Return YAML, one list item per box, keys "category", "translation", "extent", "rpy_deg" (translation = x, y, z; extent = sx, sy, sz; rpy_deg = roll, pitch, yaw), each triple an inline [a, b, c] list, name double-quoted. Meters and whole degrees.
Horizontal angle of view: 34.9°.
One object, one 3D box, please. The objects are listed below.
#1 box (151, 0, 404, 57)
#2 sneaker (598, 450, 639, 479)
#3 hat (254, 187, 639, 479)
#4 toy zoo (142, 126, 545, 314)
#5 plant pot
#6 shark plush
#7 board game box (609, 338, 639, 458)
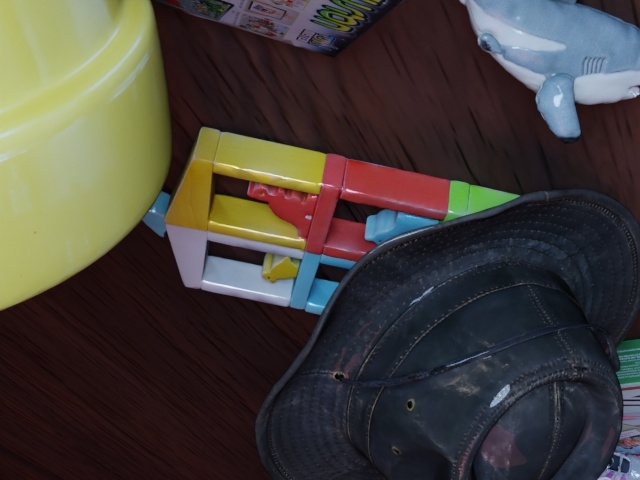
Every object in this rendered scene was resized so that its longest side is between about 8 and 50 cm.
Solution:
- category: "box"
  translation: [-0.024, -0.130, 0.469]
  extent: [0.114, 0.036, 0.207]
  rpy_deg: [15, 180, -10]
- category: "sneaker"
  translation: [0.256, 0.201, 0.935]
  extent: [0.098, 0.038, 0.069]
  rpy_deg: [1, 149, 14]
- category: "hat"
  translation: [0.121, 0.127, 0.713]
  extent: [0.331, 0.134, 0.331]
  rpy_deg: [-17, 138, -16]
- category: "toy zoo"
  translation: [0.000, 0.000, 0.777]
  extent: [0.293, 0.030, 0.192]
  rpy_deg: [12, 149, -3]
- category: "plant pot"
  translation: [-0.200, -0.125, 0.435]
  extent: [0.254, 0.254, 0.239]
  rpy_deg: [6, 129, 7]
- category: "shark plush"
  translation: [0.115, -0.129, 0.542]
  extent: [0.161, 0.073, 0.067]
  rpy_deg: [44, 119, -14]
- category: "board game box"
  translation: [0.307, 0.157, 0.930]
  extent: [0.317, 0.046, 0.213]
  rpy_deg: [-13, 141, 33]
